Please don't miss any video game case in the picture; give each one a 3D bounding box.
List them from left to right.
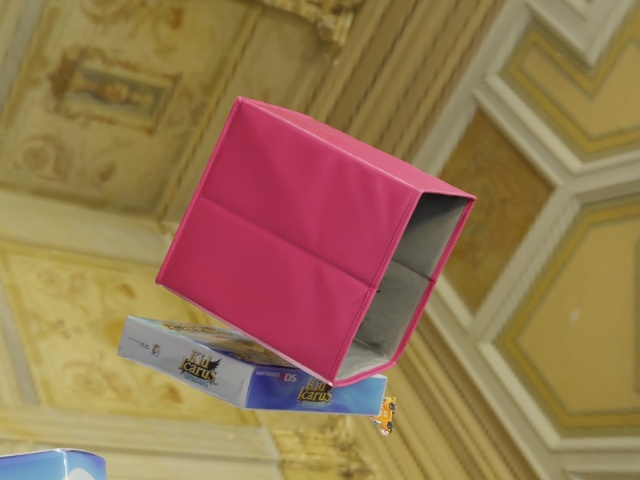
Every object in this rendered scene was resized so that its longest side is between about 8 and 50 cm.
[{"bbox_3d":[-0.088,0.166,1.628,0.244,0.270,0.061,14,-89,41],"label":"video game case"}]

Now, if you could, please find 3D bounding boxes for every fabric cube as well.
[{"bbox_3d":[0.000,0.000,1.522,0.258,0.254,0.259,28,-80,18],"label":"fabric cube"}]

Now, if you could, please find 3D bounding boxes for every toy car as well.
[{"bbox_3d":[0.100,0.286,2.009,0.122,0.041,0.060,62,36,-85],"label":"toy car"}]

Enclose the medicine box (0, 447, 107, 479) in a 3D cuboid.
[{"bbox_3d":[-0.341,0.364,1.193,0.149,0.264,0.289,68,13,-77],"label":"medicine box"}]
